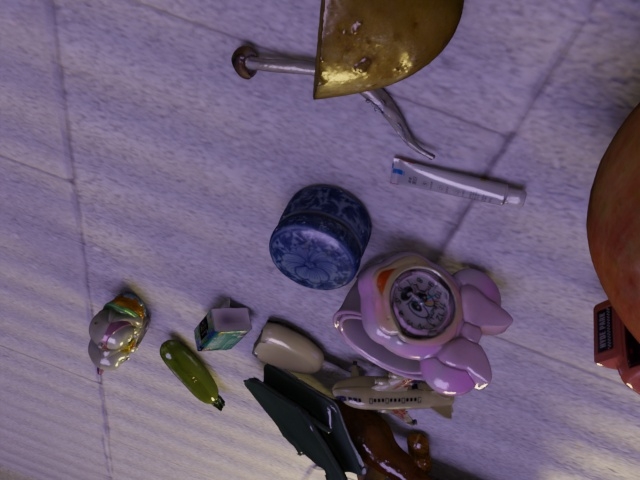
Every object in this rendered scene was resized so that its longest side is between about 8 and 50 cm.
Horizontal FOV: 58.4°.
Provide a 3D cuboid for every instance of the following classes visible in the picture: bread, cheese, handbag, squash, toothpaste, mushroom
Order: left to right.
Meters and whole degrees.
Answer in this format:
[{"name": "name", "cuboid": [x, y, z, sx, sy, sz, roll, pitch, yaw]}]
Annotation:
[{"name": "squash", "cuboid": [-0.310, 0.324, 1.388, 0.066, 0.066, 0.252, -7, 129, 27]}, {"name": "handbag", "cuboid": [-0.034, 0.408, 1.268, 0.247, 0.079, 0.260, 18, 138, 47]}, {"name": "cheese", "cuboid": [-0.019, 0.253, 1.214, 0.251, 0.054, 0.127, 25, 141, -4]}, {"name": "mushroom", "cuboid": [0.026, -0.195, 0.766, 0.306, 0.043, 0.068, 22, 154, -2]}, {"name": "bread", "cuboid": [0.237, 0.512, 1.373, 0.052, 0.044, 0.157, -2, 133, 15]}, {"name": "toothpaste", "cuboid": [0.194, -0.080, 0.817, 0.190, 0.031, 0.048, 14, 139, 13]}]

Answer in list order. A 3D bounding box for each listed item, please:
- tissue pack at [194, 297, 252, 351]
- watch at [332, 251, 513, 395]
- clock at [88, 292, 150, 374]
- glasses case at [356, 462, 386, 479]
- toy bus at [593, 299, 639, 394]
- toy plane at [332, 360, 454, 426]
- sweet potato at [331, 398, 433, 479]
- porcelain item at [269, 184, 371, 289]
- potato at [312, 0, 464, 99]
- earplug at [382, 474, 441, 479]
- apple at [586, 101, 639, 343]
[{"name": "tissue pack", "cuboid": [-0.207, 0.176, 1.199, 0.085, 0.079, 0.111, 2, 149, -32]}, {"name": "watch", "cuboid": [0.156, 0.136, 0.958, 0.248, 0.211, 0.217, 32, 154, 1]}, {"name": "clock", "cuboid": [-0.452, 0.205, 1.270, 0.103, 0.144, 0.231, 21, 136, -1]}, {"name": "glasses case", "cuboid": [0.144, 0.694, 1.551, 0.070, 0.103, 0.193, -16, 126, 41]}, {"name": "toy bus", "cuboid": [0.602, 0.175, 0.785, 0.426, 0.203, 0.233, 32, 141, -14]}, {"name": "toy plane", "cuboid": [0.154, 0.307, 1.158, 0.256, 0.104, 0.242, 12, 138, 5]}, {"name": "sweet potato", "cuboid": [0.107, 0.451, 1.318, 0.359, 0.112, 0.112, 39, 135, -4]}, {"name": "porcelain item", "cuboid": [0.000, 0.000, 0.910, 0.147, 0.114, 0.147, 11, 135, 11]}, {"name": "potato", "cuboid": [0.072, -0.250, 0.609, 0.157, 0.178, 0.204, 1, 121, -1]}, {"name": "earplug", "cuboid": [0.280, 0.749, 1.393, 0.393, 0.313, 0.313, 25, 137, -4]}, {"name": "apple", "cuboid": [0.461, -0.037, 0.499, 0.391, 0.392, 0.347, 17, 136, 5]}]
